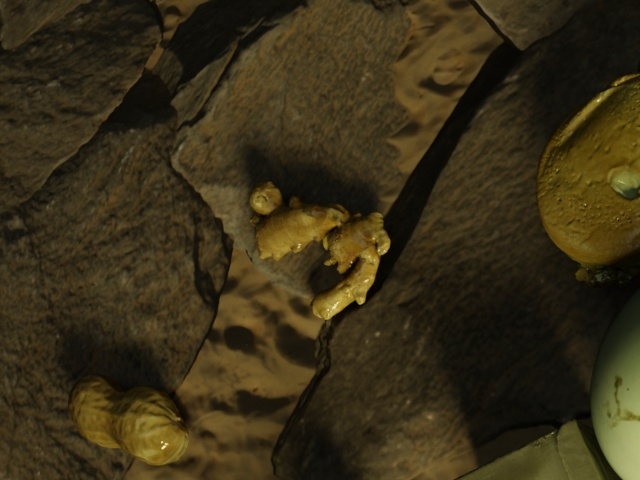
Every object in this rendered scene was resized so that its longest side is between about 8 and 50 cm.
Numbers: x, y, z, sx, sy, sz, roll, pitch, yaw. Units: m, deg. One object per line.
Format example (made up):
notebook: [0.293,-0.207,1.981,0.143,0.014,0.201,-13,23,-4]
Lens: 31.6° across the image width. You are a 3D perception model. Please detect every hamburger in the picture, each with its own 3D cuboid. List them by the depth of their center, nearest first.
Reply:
hamburger: [0.309,-0.054,1.098,0.215,0.122,0.189,-51,48,10]

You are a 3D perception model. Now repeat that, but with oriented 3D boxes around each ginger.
ginger: [0.000,0.000,1.310,0.176,0.052,0.193,-22,70,23]

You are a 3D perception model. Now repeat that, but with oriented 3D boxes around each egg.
egg: [0.342,0.104,0.978,0.183,0.183,0.264,27,77,36]

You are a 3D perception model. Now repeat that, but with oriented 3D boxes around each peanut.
peanut: [-0.233,0.210,1.353,0.193,0.089,0.089,12,79,34]

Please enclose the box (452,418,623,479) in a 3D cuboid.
box: [0.225,0.301,0.993,0.149,0.155,0.231,-31,60,19]
